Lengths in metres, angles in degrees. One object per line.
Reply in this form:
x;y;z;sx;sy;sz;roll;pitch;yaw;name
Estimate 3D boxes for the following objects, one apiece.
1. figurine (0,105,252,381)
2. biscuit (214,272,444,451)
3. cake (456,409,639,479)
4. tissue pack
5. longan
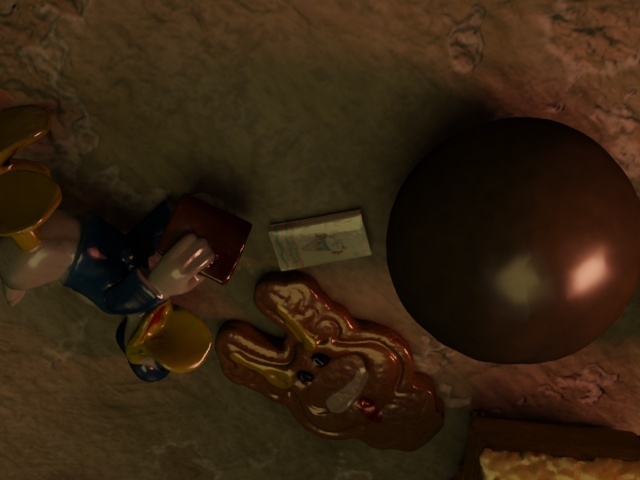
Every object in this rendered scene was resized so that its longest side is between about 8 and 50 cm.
-0.204;0.025;1.192;0.283;0.205;0.338;-11;133;4;figurine
0.020;0.160;1.297;0.295;0.044;0.186;31;122;-13;biscuit
0.266;0.321;1.258;0.227;0.286;0.223;7;93;4;cake
0.000;0.000;1.208;0.108;0.023;0.056;-11;120;11;tissue pack
0.188;0.000;1.072;0.258;0.258;0.258;2;122;4;longan
